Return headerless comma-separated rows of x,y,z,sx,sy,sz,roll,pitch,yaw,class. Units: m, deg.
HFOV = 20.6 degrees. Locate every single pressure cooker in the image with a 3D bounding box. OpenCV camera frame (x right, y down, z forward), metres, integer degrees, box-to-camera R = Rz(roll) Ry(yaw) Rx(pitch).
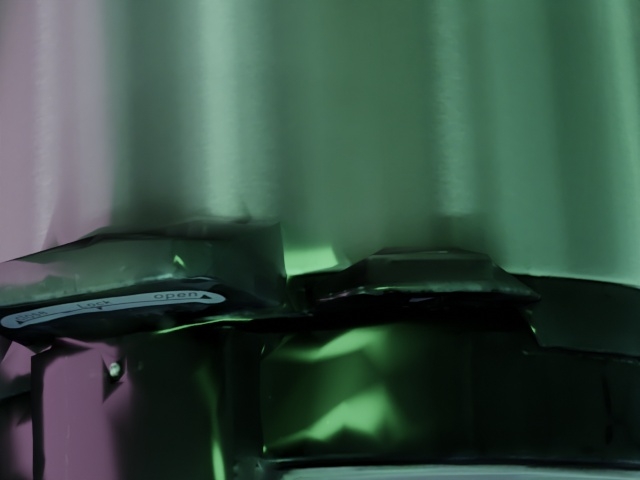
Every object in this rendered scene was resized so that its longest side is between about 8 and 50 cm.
0.005,-0.001,0.737,0.375,0.370,0.420,145,126,-60,pressure cooker
